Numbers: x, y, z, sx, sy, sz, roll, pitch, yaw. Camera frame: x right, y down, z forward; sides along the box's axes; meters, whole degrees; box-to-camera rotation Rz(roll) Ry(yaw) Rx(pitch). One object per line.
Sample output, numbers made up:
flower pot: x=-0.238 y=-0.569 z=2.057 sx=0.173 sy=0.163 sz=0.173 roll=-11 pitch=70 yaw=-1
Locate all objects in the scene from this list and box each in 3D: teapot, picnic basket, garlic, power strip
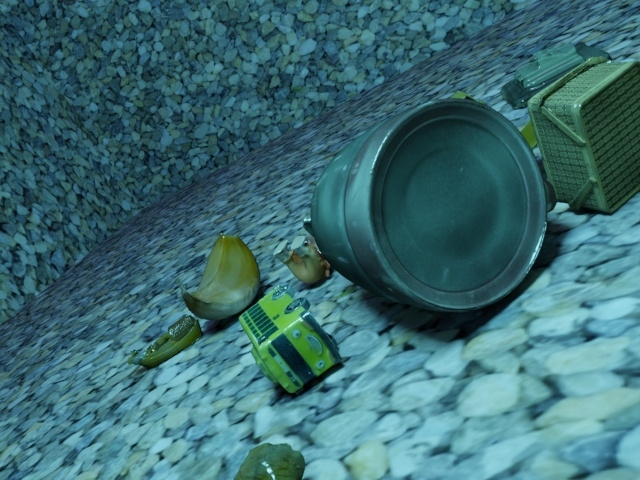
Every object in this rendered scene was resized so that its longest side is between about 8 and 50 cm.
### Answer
teapot: x=0.137 y=-0.044 z=0.816 sx=0.314 sy=0.234 sz=0.312 roll=-6 pitch=3 yaw=-20
picnic basket: x=0.332 y=-0.125 z=0.742 sx=0.115 sy=0.164 sz=0.079 roll=-36 pitch=26 yaw=-14
garlic: x=-0.173 y=0.087 z=1.127 sx=0.115 sy=0.128 sz=0.207 roll=16 pitch=31 yaw=3
power strip: x=0.488 y=-0.375 z=1.331 sx=0.213 sy=0.065 sz=0.198 roll=-27 pitch=20 yaw=14

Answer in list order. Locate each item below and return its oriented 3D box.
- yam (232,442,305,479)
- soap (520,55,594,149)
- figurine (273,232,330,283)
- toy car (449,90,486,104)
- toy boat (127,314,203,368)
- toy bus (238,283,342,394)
yam: x=-0.083 y=0.286 z=0.477 sx=0.071 sy=0.067 sz=0.317 roll=-55 pitch=4 yaw=32
soap: x=0.307 y=-0.156 z=0.896 sx=0.092 sy=0.037 sz=0.252 roll=-43 pitch=-7 yaw=-29
figurine: x=0.000 y=0.000 z=1.086 sx=0.111 sy=0.102 sz=0.195 roll=-13 pitch=28 yaw=39
toy car: x=0.238 y=-0.181 z=1.021 sx=0.101 sy=0.124 sz=0.256 roll=-46 pitch=-7 yaw=15
toy boat: x=-0.285 y=0.188 z=1.131 sx=0.149 sy=0.049 sz=0.047 roll=-32 pitch=18 yaw=2
toy bus: x=-0.045 y=0.128 z=0.821 sx=0.101 sy=0.088 sz=0.175 roll=-36 pitch=15 yaw=-8
